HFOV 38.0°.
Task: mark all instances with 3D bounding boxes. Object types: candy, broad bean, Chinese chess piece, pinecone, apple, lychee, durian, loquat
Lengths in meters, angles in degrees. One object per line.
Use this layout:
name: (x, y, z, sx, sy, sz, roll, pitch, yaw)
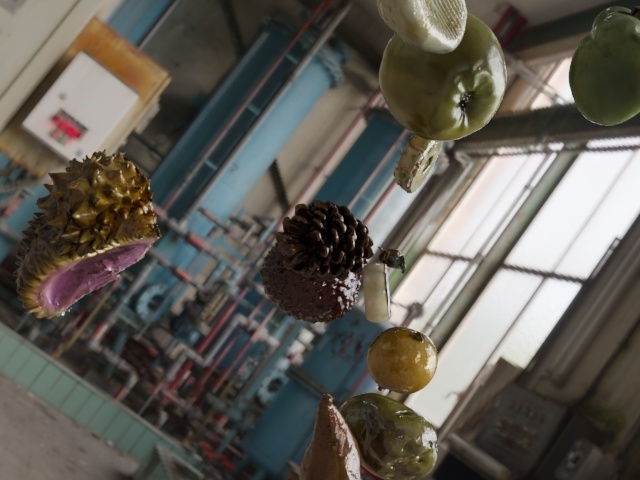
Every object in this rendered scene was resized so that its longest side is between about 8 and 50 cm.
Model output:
candy: (0.176, 0.045, 2.340, 0.047, 0.053, 0.182, 5, 5, -15)
broad bean: (0.555, -0.326, 1.733, 0.169, 0.228, 0.100, 21, 33, -1)
Chinese chess piece: (0.113, 0.105, 1.874, 0.051, 0.122, 0.122, -5, -14, 7)
pinecone: (-0.001, -0.002, 1.958, 0.212, 0.168, 0.186, 10, -13, -42)
apple: (0.248, -0.337, 1.898, 0.262, 0.262, 0.262, 36, -7, 5)
lychee: (-0.002, 0.078, 2.331, 0.300, 0.264, 0.264, -4, -4, -5)
durian: (-0.365, -0.015, 1.332, 0.112, 0.341, 0.191, -10, 74, -49)
loquat: (0.172, 0.254, 1.969, 0.163, 0.163, 0.137, 42, 15, -38)

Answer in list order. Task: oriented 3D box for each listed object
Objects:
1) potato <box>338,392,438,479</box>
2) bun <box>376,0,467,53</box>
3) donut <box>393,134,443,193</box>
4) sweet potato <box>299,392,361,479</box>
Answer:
potato: (0.124, 0.360, 1.721, 0.200, 0.137, 0.154, 17, -54, 42)
bun: (0.146, -0.366, 1.449, 0.102, 0.183, 0.183, -20, -48, 40)
donut: (0.236, -0.200, 2.274, 0.068, 0.174, 0.174, 32, -8, 15)
sweet potato: (0.017, 0.427, 1.636, 0.112, 0.112, 0.359, 28, -54, 50)
